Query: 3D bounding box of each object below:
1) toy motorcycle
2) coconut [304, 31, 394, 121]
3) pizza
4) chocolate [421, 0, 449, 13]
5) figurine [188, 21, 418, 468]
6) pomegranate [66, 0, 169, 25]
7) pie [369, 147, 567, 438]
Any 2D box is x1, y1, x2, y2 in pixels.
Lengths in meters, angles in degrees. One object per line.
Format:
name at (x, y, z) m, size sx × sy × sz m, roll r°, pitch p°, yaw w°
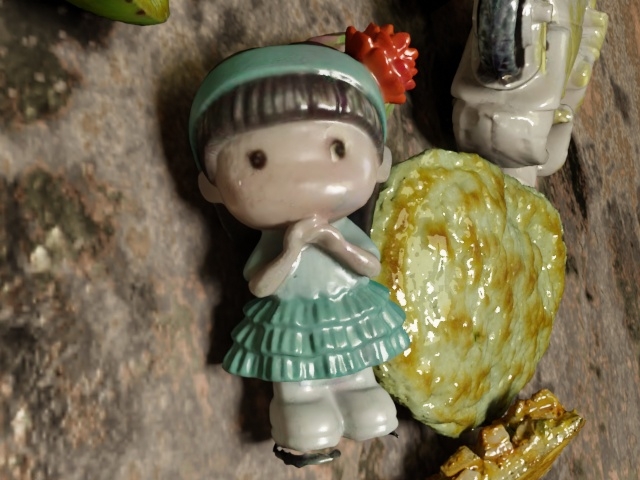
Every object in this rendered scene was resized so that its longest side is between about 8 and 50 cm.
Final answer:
toy motorcycle at (0.181, -0.145, 0.829) m, size 0.341 × 0.108 × 0.222 m, roll -38°, pitch 135°, yaw -61°
coconut at (0.014, -0.102, 0.652) m, size 0.083 × 0.081 × 0.082 m, roll 49°, pitch 58°, yaw -44°
pizza at (0.138, 0.160, 0.715) m, size 0.046 × 0.134 × 0.175 m, roll 49°, pitch 18°, yaw 23°
chocolate at (0.111, -0.291, 0.807) m, size 0.133 × 0.156 × 0.156 m, roll 52°, pitch 40°, yaw 2°
figurine at (0.000, 0.000, 0.571) m, size 0.138 × 0.110 × 0.245 m, roll -9°, pitch 93°, yaw -20°
pomegranate at (-0.102, -0.199, 0.475) m, size 0.122 × 0.169 × 0.143 m, roll 32°, pitch 23°, yaw 10°
pie at (0.099, 0.042, 0.713) m, size 0.248 × 0.090 × 0.201 m, roll 20°, pitch 78°, yaw -49°
